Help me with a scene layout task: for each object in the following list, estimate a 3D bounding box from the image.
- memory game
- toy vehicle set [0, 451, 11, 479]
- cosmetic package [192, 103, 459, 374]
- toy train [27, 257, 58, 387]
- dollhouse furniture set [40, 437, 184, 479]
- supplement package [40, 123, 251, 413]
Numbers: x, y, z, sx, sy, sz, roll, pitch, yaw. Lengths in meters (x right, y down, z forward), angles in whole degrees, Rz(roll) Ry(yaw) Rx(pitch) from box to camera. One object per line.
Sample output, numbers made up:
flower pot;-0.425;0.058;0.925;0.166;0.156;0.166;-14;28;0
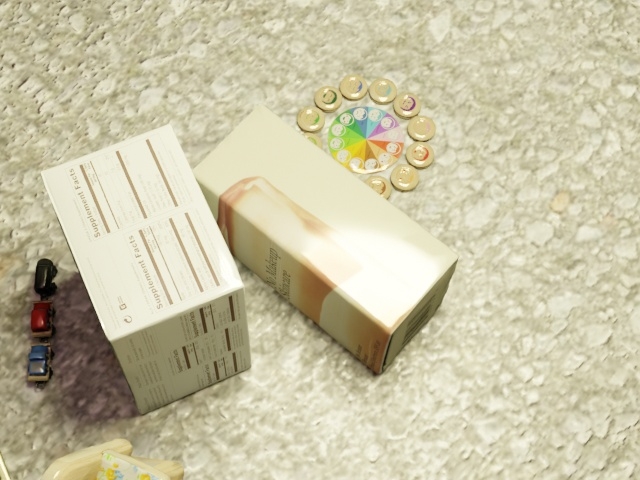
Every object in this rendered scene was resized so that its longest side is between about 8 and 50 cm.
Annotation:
memory game;0.057;-0.131;1.476;0.186;0.012;0.186;1;66;-1
toy vehicle set;-0.444;0.337;1.225;0.266;0.035;0.166;-22;77;-15
cosmetic package;0.000;0.000;1.344;0.296;0.153;0.129;38;70;15
toy train;-0.325;0.094;1.355;0.027;0.036;0.158;-2;67;-2
dollhouse furniture set;-0.138;0.428;1.002;0.362;0.256;0.394;21;97;17
supplement package;-0.182;0.039;1.260;0.145;0.262;0.204;-22;68;-12
